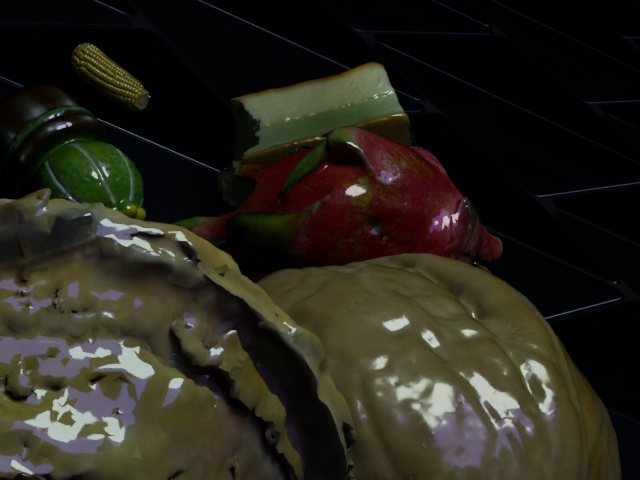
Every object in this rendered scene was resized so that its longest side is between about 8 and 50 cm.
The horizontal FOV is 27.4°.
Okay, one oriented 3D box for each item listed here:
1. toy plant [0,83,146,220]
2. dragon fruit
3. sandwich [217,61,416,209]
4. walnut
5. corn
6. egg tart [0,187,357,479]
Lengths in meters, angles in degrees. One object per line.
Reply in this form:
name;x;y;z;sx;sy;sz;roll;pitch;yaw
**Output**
toy plant;-0.211;-0.060;1.115;0.093;0.093;0.162;-11;49;-49
dragon fruit;0.007;0.012;1.098;0.200;0.269;0.198;40;41;-40
sandwich;-0.001;-0.041;1.260;0.186;0.220;0.108;-16;44;-2
walnut;0.046;0.141;0.870;0.277;0.252;0.313;-7;33;-31
corn;-0.213;-0.164;1.325;0.092;0.037;0.037;35;30;14
egg tart;-0.150;0.143;0.615;0.352;0.352;0.150;19;24;-17
